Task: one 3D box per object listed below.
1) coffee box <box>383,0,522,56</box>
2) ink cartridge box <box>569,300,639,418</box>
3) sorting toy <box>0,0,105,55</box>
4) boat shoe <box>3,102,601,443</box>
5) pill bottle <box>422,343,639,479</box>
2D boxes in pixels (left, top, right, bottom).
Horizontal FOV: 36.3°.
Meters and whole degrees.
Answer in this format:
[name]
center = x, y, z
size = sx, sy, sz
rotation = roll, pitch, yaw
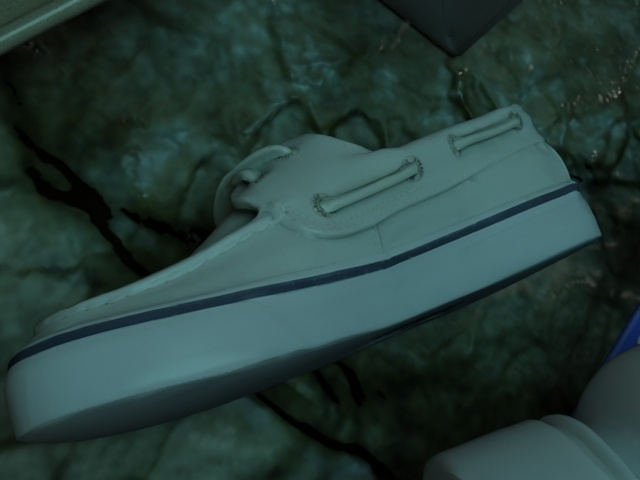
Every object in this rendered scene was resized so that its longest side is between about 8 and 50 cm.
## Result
[coffee box]
center = 0.113, -0.232, 0.479
size = 0.098, 0.141, 0.246
rotation = 35, 62, -10
[ink cartridge box]
center = 0.271, 0.080, 0.464
size = 0.311, 0.065, 0.186
rotation = 32, 87, -14
[sorting toy]
center = -0.147, -0.159, 0.384
size = 0.347, 0.047, 0.196
rotation = -32, 84, -16
[boat shoe]
center = 0.000, 0.000, 0.384
size = 0.267, 0.096, 0.088
rotation = -19, 78, -29
[pill bottle]
center = 0.190, 0.095, 0.337
size = 0.283, 0.160, 0.160
rotation = -17, 81, -9
